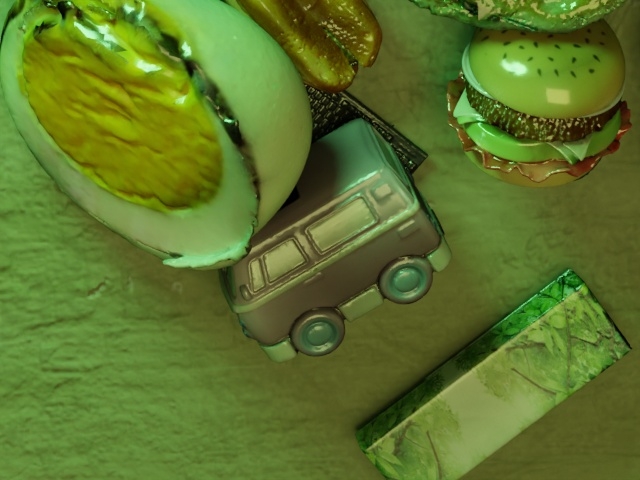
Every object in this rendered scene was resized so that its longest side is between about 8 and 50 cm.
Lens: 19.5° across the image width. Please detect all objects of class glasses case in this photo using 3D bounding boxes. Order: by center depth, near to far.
[{"bbox_3d":[0.169,0.147,1.846,0.272,0.062,0.095,-37,108,3],"label":"glasses case"}]

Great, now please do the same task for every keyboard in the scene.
[{"bbox_3d":[0.007,-0.113,1.732,0.202,0.011,0.067,36,101,-22],"label":"keyboard"}]

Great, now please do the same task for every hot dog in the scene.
[{"bbox_3d":[-0.041,-0.231,1.644,0.100,0.068,0.249,-43,117,-5],"label":"hot dog"}]

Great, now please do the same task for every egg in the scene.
[{"bbox_3d":[-0.131,-0.131,1.606,0.286,0.174,0.264,40,143,-4],"label":"egg"}]

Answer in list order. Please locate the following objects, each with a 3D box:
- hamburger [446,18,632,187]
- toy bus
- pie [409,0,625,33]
[{"bbox_3d":[0.197,-0.141,1.667,0.175,0.175,0.137,-9,141,-9],"label":"hamburger"},{"bbox_3d":[0.000,0.000,1.703,0.202,0.142,0.142,-31,122,6],"label":"toy bus"},{"bbox_3d":[0.162,-0.319,1.604,0.302,0.067,0.302,0,87,-2],"label":"pie"}]
